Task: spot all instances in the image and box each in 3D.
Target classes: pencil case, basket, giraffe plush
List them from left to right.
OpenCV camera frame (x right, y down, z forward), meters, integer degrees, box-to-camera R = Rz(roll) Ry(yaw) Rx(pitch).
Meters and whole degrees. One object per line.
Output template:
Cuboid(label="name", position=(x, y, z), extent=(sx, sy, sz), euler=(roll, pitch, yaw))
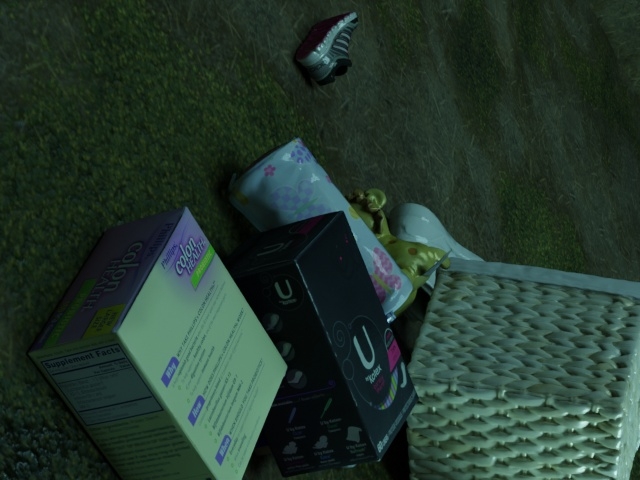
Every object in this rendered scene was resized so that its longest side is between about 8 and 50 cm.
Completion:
Cuboid(label="pencil case", position=(0.000, 0.000, 1.720), extent=(0.273, 0.124, 0.113), euler=(53, 5, -2))
Cuboid(label="giraffe plush", position=(0.064, 0.020, 1.880), extent=(0.170, 0.210, 0.181), euler=(50, 21, 14))
Cuboid(label="basket", position=(0.307, 0.240, 1.938), extent=(0.266, 0.331, 0.328), euler=(-65, 156, -48))

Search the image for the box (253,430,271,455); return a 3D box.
Cuboid(label="box", position=(-0.097, 0.138, 1.636), extent=(0.225, 0.036, 0.136), euler=(60, 31, -24))

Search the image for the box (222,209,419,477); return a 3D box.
Cuboid(label="box", position=(-0.009, 0.126, 1.609), extent=(0.270, 0.143, 0.165), euler=(67, 28, -15))

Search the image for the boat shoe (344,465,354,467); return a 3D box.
Cuboid(label="boat shoe", position=(0.020, 0.205, 1.775), extent=(0.226, 0.075, 0.083), euler=(66, 29, -18))

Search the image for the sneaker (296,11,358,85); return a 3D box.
Cuboid(label="sneaker", position=(0.019, -0.294, 2.040), extent=(0.075, 0.063, 0.170), euler=(62, 35, -23))

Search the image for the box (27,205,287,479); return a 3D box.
Cuboid(label="box", position=(-0.165, 0.130, 1.423), extent=(0.243, 0.117, 0.213), euler=(60, 31, -28))

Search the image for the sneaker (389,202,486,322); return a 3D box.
Cuboid(label="sneaker", position=(0.199, 0.088, 2.152), extent=(0.292, 0.108, 0.169), euler=(40, 44, -34))
